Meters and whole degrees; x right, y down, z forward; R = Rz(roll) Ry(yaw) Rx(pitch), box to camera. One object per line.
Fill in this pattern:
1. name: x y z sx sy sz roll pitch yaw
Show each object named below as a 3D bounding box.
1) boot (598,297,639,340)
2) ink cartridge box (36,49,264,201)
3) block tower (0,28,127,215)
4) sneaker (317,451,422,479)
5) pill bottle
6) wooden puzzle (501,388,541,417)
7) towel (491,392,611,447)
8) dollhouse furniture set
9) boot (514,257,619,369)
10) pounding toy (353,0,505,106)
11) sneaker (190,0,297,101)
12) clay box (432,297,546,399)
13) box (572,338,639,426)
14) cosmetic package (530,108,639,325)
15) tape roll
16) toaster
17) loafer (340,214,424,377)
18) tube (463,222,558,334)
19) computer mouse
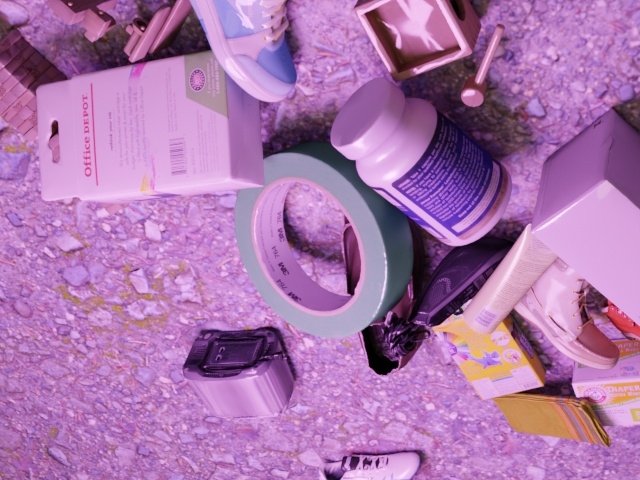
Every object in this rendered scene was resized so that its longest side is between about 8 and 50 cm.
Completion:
1. boot: 0.506 0.120 1.679 0.085 0.059 0.158 43 168 -4
2. ink cartridge box: -0.276 -0.171 1.660 0.354 0.119 0.207 -5 86 23
3. block tower: -0.439 -0.198 1.775 0.097 0.091 0.335 -31 112 35
4. sneaker: 0.098 0.476 2.139 0.237 0.085 0.086 -20 124 30
5. pill bottle: 0.150 -0.118 1.552 0.265 0.153 0.153 35 132 -29
6. wooden puzzle: 0.372 0.298 1.942 0.079 0.014 0.116 6 130 15
7. towel: 0.406 0.318 1.852 0.237 0.021 0.102 -6 122 58
8. dollhouse furniture set: -0.294 -0.370 1.565 0.151 0.144 0.123 42 126 3
9. boot: 0.422 0.096 1.687 0.213 0.077 0.165 40 132 20
10. pounding toy: 0.182 -0.294 1.470 0.181 0.094 0.206 -17 121 31
11. sneaker: -0.070 -0.354 1.492 0.208 0.127 0.319 -13 123 30
12. clay box: 0.294 0.181 1.847 0.127 0.053 0.222 -20 117 31
13. box: 0.544 0.239 1.771 0.203 0.103 0.114 -10 124 26
14. cosmetic package: 0.500 0.006 1.535 0.365 0.197 0.155 39 130 -11
15. tape roll: 0.000 0.000 1.700 0.321 0.077 0.321 18 120 35
16. toaster: -0.146 0.263 2.026 0.227 0.129 0.146 -6 129 21
17. loafer: 0.113 0.093 1.788 0.134 0.130 0.365 -1 127 20
18. tube: 0.314 0.058 1.672 0.062 0.070 0.240 43 133 14
19. computer mouse: 0.202 0.075 1.708 0.072 0.272 0.188 51 179 20
